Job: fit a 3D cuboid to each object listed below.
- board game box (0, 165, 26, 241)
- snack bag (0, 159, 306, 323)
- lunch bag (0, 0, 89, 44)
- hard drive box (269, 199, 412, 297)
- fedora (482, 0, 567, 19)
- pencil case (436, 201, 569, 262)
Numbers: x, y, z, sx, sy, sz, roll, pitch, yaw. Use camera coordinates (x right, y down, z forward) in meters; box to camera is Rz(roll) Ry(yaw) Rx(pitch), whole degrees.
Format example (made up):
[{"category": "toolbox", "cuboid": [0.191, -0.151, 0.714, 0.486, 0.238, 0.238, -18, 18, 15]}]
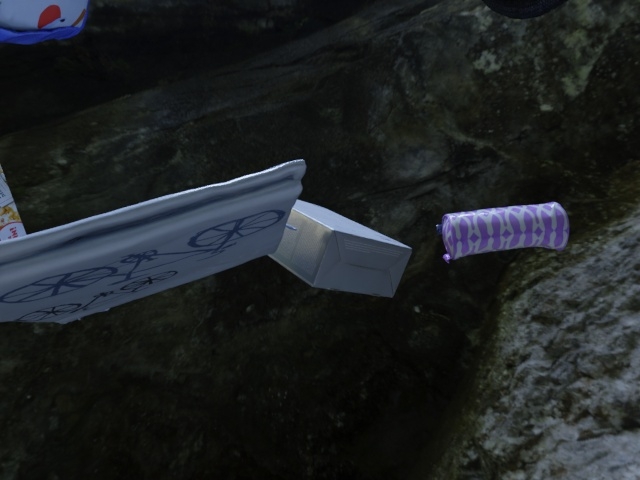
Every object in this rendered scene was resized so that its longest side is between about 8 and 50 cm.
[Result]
[{"category": "board game box", "cuboid": [-0.477, -0.039, 0.627, 0.147, 0.045, 0.193, 2, -67, 23]}, {"category": "snack bag", "cuboid": [-0.181, 0.021, 0.495, 0.324, 0.342, 0.037, -19, -97, -11]}, {"category": "lunch bag", "cuboid": [-0.404, -0.391, 0.446, 0.239, 0.327, 0.384, -12, -66, 6]}, {"category": "hard drive box", "cuboid": [0.000, 0.000, 0.765, 0.181, 0.232, 0.089, 13, -79, -41]}, {"category": "fedora", "cuboid": [0.373, -0.497, 0.697, 0.153, 0.334, 0.333, -5, -90, -20]}, {"category": "pencil case", "cuboid": [0.310, -0.013, 0.794, 0.206, 0.086, 0.088, -7, -73, 6]}]
